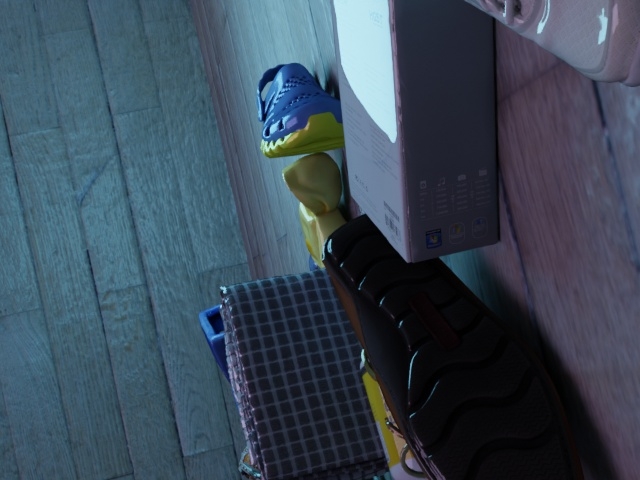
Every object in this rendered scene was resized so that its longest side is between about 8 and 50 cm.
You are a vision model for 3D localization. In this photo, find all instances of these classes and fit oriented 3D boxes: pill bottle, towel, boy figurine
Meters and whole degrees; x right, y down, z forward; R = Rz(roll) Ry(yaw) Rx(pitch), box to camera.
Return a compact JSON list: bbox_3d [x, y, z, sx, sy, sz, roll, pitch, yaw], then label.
[{"bbox_3d":[0.115,0.203,0.914,0.103,0.103,0.184,103,152,-65],"label":"pill bottle"},{"bbox_3d":[0.006,0.173,1.100,0.121,0.235,0.284,110,146,-59],"label":"towel"},{"bbox_3d":[0.000,0.000,1.309,0.177,0.092,0.285,-112,11,-51],"label":"boy figurine"}]

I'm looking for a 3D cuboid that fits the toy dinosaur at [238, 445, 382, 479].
[{"bbox_3d":[-0.012,0.424,1.378,0.164,0.218,0.322,-56,35,11],"label":"toy dinosaur"}]

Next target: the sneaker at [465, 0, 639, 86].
[{"bbox_3d":[0.106,-0.180,0.521,0.292,0.118,0.110,-116,20,-47],"label":"sneaker"}]

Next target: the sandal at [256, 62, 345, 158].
[{"bbox_3d":[-0.037,-0.191,1.221,0.317,0.126,0.138,-152,55,-74],"label":"sandal"}]

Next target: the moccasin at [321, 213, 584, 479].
[{"bbox_3d":[0.110,0.130,0.766,0.380,0.139,0.147,50,169,48],"label":"moccasin"}]

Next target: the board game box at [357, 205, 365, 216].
[{"bbox_3d":[0.073,-0.029,1.088,0.090,0.020,0.090,97,158,-56],"label":"board game box"}]

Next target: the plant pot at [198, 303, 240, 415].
[{"bbox_3d":[-0.087,0.218,1.633,0.236,0.235,0.212,-146,38,-75],"label":"plant pot"}]

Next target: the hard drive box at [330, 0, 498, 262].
[{"bbox_3d":[0.081,-0.124,0.767,0.181,0.089,0.232,-124,24,-62],"label":"hard drive box"}]
